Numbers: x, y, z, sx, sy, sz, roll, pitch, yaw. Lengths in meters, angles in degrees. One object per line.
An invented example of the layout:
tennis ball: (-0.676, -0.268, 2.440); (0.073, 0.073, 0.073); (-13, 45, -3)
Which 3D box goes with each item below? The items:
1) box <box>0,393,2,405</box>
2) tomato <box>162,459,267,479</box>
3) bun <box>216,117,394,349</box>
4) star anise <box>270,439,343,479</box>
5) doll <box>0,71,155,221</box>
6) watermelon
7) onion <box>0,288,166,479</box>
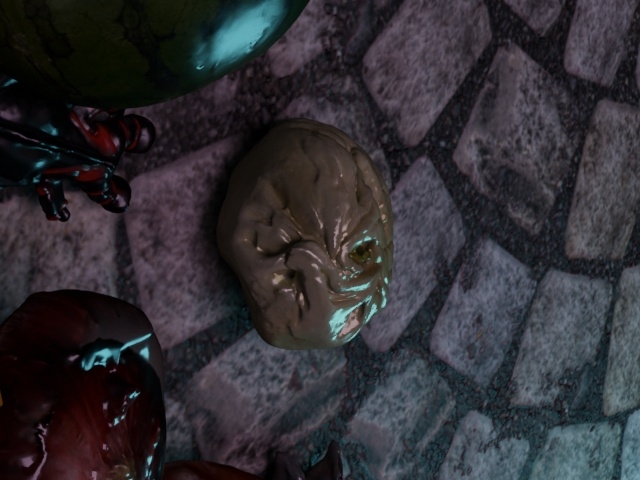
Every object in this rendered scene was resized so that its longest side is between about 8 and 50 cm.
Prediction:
box: (-0.409, 0.043, 0.979); (0.283, 0.259, 0.214); (-27, 123, -39)
tomato: (-0.113, 0.380, 1.456); (0.338, 0.143, 0.338); (-13, 115, -31)
bun: (0.000, 0.000, 1.490); (0.229, 0.145, 0.229); (-14, 112, -40)
star anise: (-0.021, 0.305, 1.631); (0.208, 0.063, 0.172); (3, 100, -47)
doll: (-0.239, -0.086, 1.253); (0.248, 0.088, 0.127); (10, 76, -57)
watermelon: (-0.147, -0.276, 1.097); (0.363, 0.363, 0.363); (-18, 117, -42)
onion: (-0.227, 0.165, 1.166); (0.272, 0.195, 0.272); (4, 90, -70)
